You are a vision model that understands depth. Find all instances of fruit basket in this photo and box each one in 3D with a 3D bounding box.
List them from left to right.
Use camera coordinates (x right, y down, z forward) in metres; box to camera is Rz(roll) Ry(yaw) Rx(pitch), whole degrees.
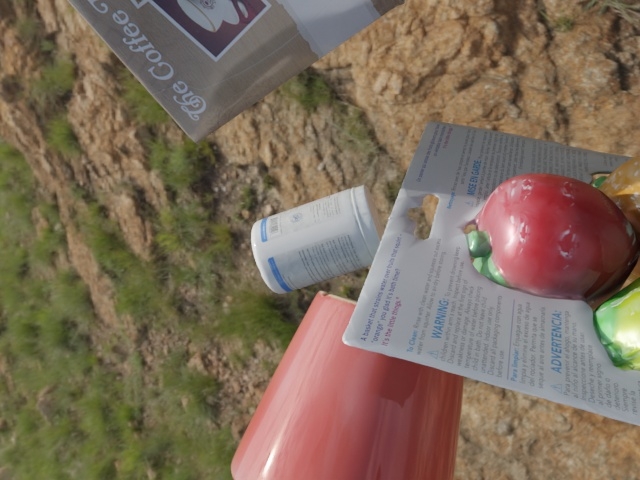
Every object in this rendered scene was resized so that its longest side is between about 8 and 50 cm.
[{"bbox_3d":[0.227,0.021,0.477,0.353,0.327,0.165,9,128,14],"label":"fruit basket"}]

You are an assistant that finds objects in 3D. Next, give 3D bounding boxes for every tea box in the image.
[{"bbox_3d":[-0.125,-0.323,0.539,0.220,0.329,0.323,-31,35,14],"label":"tea box"}]

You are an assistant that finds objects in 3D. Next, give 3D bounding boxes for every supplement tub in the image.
[{"bbox_3d":[0.000,0.000,0.545,0.107,0.071,0.071,-18,85,11],"label":"supplement tub"}]

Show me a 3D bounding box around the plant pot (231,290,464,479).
[{"bbox_3d":[0.052,0.204,0.765,0.275,0.275,0.243,14,85,40],"label":"plant pot"}]
